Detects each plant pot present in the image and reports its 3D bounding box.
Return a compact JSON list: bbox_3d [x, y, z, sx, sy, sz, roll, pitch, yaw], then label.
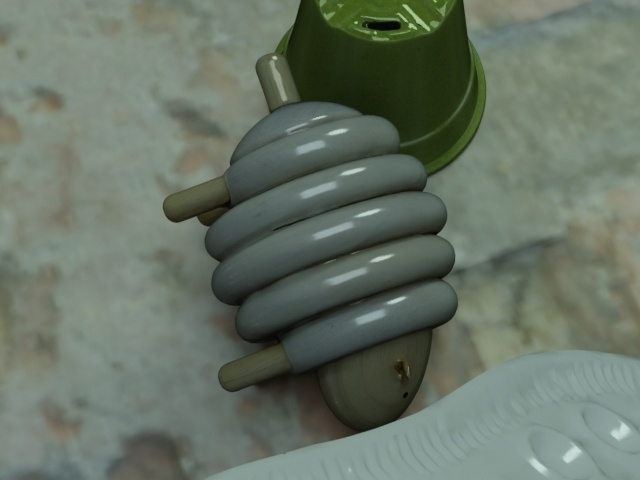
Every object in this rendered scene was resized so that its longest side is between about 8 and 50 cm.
[{"bbox_3d":[0.021,-0.074,0.553,0.083,0.079,0.083,0,66,0],"label":"plant pot"}]

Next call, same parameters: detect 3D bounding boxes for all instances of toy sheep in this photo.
[{"bbox_3d":[0.000,0.000,0.520,0.091,0.091,0.132,-19,87,-8],"label":"toy sheep"}]

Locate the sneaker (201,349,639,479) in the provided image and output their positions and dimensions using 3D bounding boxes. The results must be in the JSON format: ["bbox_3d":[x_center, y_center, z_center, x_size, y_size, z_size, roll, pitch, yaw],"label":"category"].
[{"bbox_3d":[0.022,0.163,0.437,0.322,0.236,0.130,-2,39,-48],"label":"sneaker"}]
